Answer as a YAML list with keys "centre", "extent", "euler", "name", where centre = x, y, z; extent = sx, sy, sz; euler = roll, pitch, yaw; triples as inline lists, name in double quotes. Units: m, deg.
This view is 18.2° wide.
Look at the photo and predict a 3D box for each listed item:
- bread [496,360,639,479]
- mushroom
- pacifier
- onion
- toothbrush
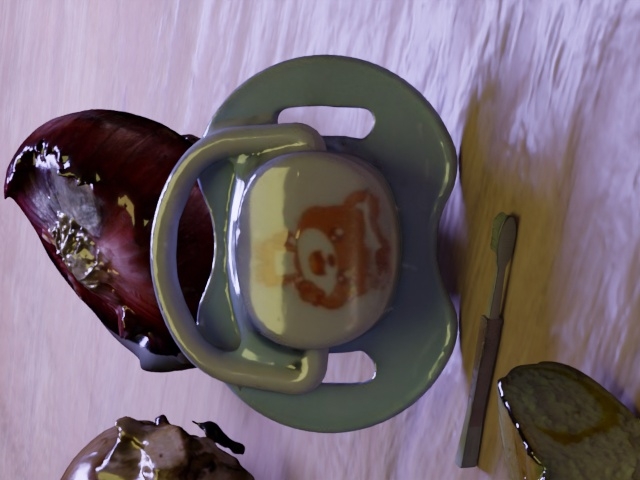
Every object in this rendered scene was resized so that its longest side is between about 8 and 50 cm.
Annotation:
- centre: [0.158, 0.158, 1.226]
  extent: [0.157, 0.083, 0.094]
  euler: [-118, 32, -48]
  name: "bread"
- centre: [-0.156, 0.287, 1.811]
  extent: [0.263, 0.195, 0.283]
  euler: [-99, 18, -65]
  name: "mushroom"
- centre: [0.000, 0.000, 1.507]
  extent: [0.207, 0.227, 0.279]
  euler: [-15, -75, -73]
  name: "pacifier"
- centre: [-0.152, -0.016, 1.839]
  extent: [0.272, 0.195, 0.272]
  euler: [37, 153, 23]
  name: "onion"
- centre: [0.116, 0.072, 1.398]
  extent: [0.017, 0.014, 0.194]
  euler: [-138, 50, -58]
  name: "toothbrush"
